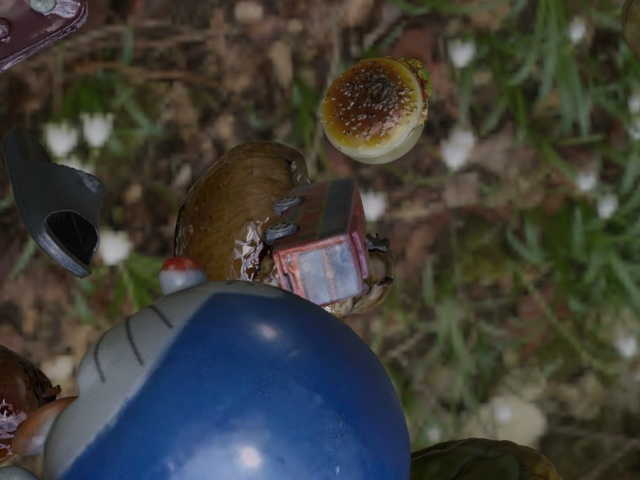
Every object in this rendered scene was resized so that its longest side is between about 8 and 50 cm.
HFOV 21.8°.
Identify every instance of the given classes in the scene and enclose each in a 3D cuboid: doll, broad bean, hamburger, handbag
[{"bbox_3d":[-0.075,0.130,0.745,0.257,0.161,0.215,-45,153,8],"label":"doll"},{"bbox_3d":[-0.277,0.123,1.215,0.165,0.114,0.084,-17,158,15],"label":"broad bean"},{"bbox_3d":[0.069,-0.159,1.969,0.141,0.126,0.081,-23,155,4],"label":"hamburger"},{"bbox_3d":[-0.367,-0.278,1.721,0.203,0.216,0.074,-29,-175,-9],"label":"handbag"}]

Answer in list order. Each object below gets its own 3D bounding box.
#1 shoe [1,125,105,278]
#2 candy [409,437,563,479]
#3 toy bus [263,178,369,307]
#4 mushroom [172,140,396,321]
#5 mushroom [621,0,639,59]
[{"bbox_3d":[-0.326,-0.067,2.092,0.093,0.241,0.108,-35,142,9],"label":"shoe"},{"bbox_3d":[0.079,0.250,1.256,0.260,0.260,0.118,-18,107,27],"label":"candy"},{"bbox_3d":[0.000,0.000,1.345,0.077,0.065,0.192,-14,-164,6],"label":"toy bus"},{"bbox_3d":[-0.046,0.034,1.614,0.195,0.263,0.283,-5,173,-25],"label":"mushroom"},{"bbox_3d":[0.212,0.014,0.696,0.100,0.312,0.081,-17,-164,15],"label":"mushroom"}]
